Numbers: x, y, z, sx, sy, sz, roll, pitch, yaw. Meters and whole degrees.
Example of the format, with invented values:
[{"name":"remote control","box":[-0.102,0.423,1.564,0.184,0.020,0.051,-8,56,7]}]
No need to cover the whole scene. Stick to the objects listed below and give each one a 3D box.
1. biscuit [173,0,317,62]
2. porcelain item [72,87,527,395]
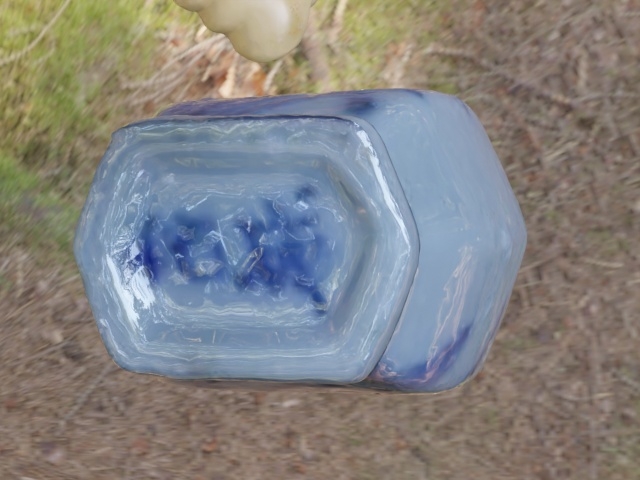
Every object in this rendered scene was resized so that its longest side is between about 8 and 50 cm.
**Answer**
[{"name":"biscuit","box":[-0.078,-0.197,0.627,0.249,0.030,0.160,38,57,-27]},{"name":"porcelain item","box":[0.000,0.000,0.967,0.242,0.405,0.178,-1,89,12]}]
